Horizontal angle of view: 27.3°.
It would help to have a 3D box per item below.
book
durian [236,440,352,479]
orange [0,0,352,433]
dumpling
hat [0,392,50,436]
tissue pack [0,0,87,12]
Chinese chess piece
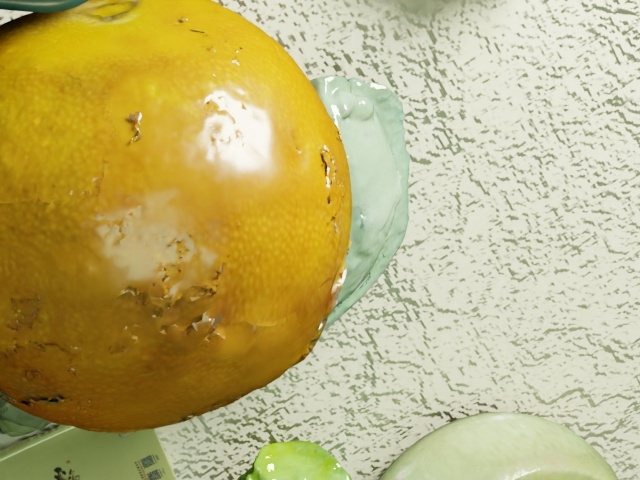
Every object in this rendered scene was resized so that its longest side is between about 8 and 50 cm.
[{"bbox_3d":[-0.163,0.156,0.904,0.111,0.014,0.077,-24,116,-11],"label":"book"},{"bbox_3d":[-0.023,0.254,0.929,0.101,0.139,0.250,-2,113,-16],"label":"durian"},{"bbox_3d":[-0.101,-0.016,0.693,0.240,0.240,0.240,-8,114,-18],"label":"orange"},{"bbox_3d":[-0.001,0.001,0.848,0.149,0.105,0.216,24,98,-21],"label":"dumpling"},{"bbox_3d":[-0.152,0.049,0.833,0.166,0.081,0.122,-37,123,-15],"label":"hat"},{"bbox_3d":[-0.172,-0.264,0.625,0.198,0.206,0.287,4,112,-32],"label":"tissue pack"},{"bbox_3d":[0.126,0.241,0.997,0.238,0.092,0.237,-12,118,-24],"label":"Chinese chess piece"}]
